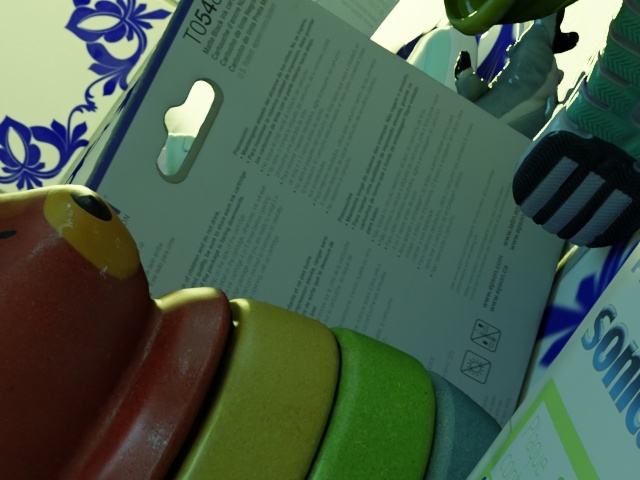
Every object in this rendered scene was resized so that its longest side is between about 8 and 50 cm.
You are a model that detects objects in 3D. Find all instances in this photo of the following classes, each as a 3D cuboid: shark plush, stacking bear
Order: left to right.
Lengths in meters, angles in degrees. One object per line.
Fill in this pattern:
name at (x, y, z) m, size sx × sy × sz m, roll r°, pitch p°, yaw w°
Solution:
stacking bear at (-0.033, 0.083, 0.650) m, size 0.164 × 0.289 × 0.175 m, roll -53°, pitch 14°, yaw 21°
shark plush at (0.098, -0.078, 1.038) m, size 0.161 × 0.067 × 0.073 m, roll -58°, pitch 12°, yaw -1°

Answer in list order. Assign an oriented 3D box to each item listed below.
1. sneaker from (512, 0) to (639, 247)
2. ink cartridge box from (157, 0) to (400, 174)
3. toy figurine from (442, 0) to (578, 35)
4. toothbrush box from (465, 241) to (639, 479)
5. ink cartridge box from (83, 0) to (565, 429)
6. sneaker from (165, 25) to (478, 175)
sneaker at (0.160, -0.094, 0.820) m, size 0.224 × 0.083 × 0.098 m, roll -47°, pitch 12°, yaw 44°
ink cartridge box at (-0.072, -0.108, 1.533) m, size 0.307 × 0.072 × 0.303 m, roll -54°, pitch 16°, yaw -7°
toy figurine at (0.189, -0.234, 0.804) m, size 0.191 × 0.217 × 0.362 m, roll -18°, pitch 59°, yaw 52°
toothbrush box at (0.072, 0.159, 0.464) m, size 0.283 × 0.122 × 0.206 m, roll -54°, pitch 14°, yaw 13°
ink cartridge box at (0.000, 0.000, 0.876) m, size 0.045 × 0.224 × 0.223 m, roll -42°, pitch 20°, yaw 50°
sneaker at (-0.013, -0.055, 1.222) m, size 0.256 × 0.151 × 0.094 m, roll -57°, pitch 11°, yaw 1°
